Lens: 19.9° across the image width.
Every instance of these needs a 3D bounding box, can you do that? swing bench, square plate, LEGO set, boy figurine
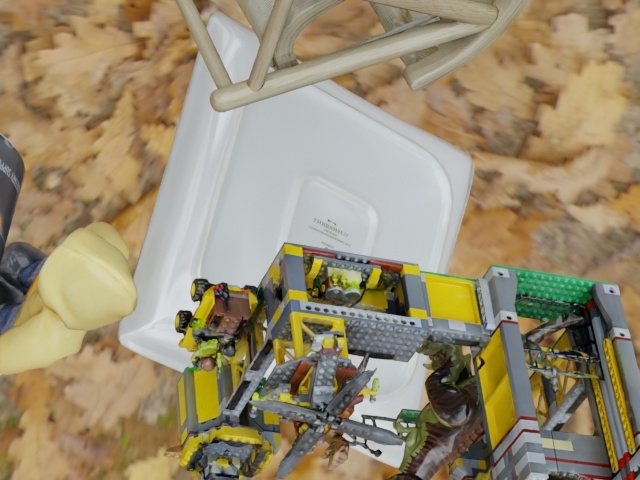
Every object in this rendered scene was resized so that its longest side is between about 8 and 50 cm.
[{"bbox_3d":[0.005,-0.255,1.454,0.254,0.165,0.253,-8,54,-27],"label":"swing bench"},{"bbox_3d":[0.000,0.000,1.737,0.347,0.049,0.344,27,65,-30],"label":"square plate"},{"bbox_3d":[0.064,0.145,1.189,0.331,0.192,0.255,15,137,-25],"label":"LEGO set"},{"bbox_3d":[-0.241,0.051,1.630,0.092,0.285,0.177,43,73,-13],"label":"boy figurine"}]

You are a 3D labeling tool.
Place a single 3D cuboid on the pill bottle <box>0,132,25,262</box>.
[{"bbox_3d":[-0.300,0.035,1.300,0.130,0.130,0.246,12,63,-4],"label":"pill bottle"}]
